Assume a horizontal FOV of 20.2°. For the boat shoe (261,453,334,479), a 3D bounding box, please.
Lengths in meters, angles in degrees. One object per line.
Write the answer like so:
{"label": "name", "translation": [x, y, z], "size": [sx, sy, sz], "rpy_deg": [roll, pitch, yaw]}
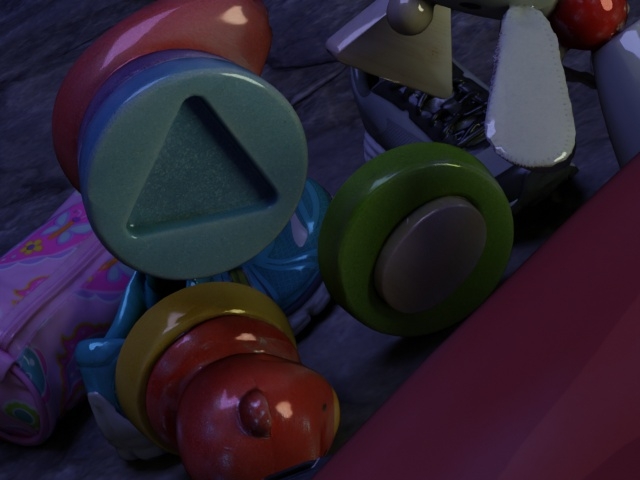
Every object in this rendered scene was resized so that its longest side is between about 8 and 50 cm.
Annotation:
{"label": "boat shoe", "translation": [0.049, 0.139, 0.992], "size": [0.229, 0.080, 0.076], "rpy_deg": [-23, 27, 28]}

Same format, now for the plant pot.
{"label": "plant pot", "translation": [0.123, 0.133, 0.739], "size": [0.243, 0.275, 0.275], "rpy_deg": [-35, 25, 4]}

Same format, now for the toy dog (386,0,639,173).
{"label": "toy dog", "translation": [0.165, -0.048, 1.015], "size": [0.334, 0.220, 0.161], "rpy_deg": [39, 98, 22]}

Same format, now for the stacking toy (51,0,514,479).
{"label": "stacking toy", "translation": [0.000, 0.000, 1.073], "size": [0.280, 0.309, 0.130], "rpy_deg": [-22, 32, -12]}

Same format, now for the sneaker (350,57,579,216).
{"label": "sneaker", "translation": [0.090, -0.082, 1.316], "size": [0.100, 0.108, 0.271], "rpy_deg": [-32, 27, -12]}

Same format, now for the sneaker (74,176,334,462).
{"label": "sneaker", "translation": [-0.071, 0.033, 1.256], "size": [0.107, 0.110, 0.275], "rpy_deg": [-6, 32, 38]}

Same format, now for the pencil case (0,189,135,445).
{"label": "pencil case", "translation": [-0.172, 0.025, 1.356], "size": [0.124, 0.124, 0.284], "rpy_deg": [-2, 36, 42]}
